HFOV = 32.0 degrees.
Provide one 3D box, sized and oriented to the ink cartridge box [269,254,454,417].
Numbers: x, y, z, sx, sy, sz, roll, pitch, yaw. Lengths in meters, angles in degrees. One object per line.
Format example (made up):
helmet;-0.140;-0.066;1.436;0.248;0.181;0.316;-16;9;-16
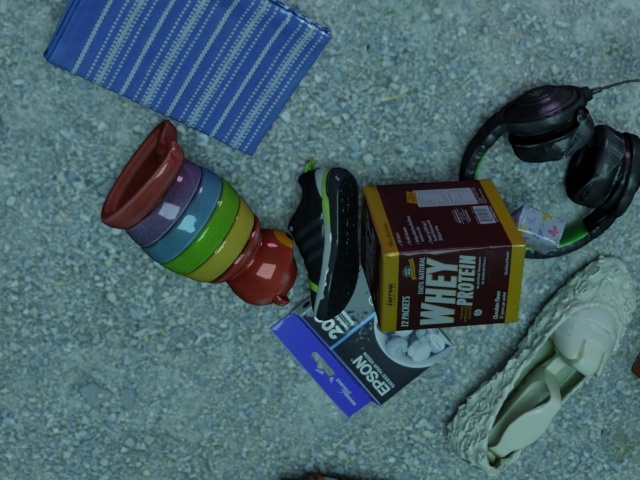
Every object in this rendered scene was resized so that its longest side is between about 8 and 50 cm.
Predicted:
ink cartridge box;0.064;0.152;1.732;0.208;0.045;0.206;-39;107;5

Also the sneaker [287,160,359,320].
sneaker;0.000;0.000;1.659;0.097;0.084;0.235;6;92;31

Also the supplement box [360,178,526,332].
supplement box;0.165;0.018;1.576;0.194;0.191;0.129;-4;122;-6

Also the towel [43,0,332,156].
towel;-0.183;-0.266;1.528;0.336;0.040;0.243;24;124;-20

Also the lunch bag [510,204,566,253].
lunch bag;0.309;-0.015;1.635;0.071;0.083;0.053;21;73;-4

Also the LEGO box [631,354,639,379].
LEGO box;0.716;0.071;1.634;0.193;0.372;0.500;22;100;-13

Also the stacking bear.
stacking bear;-0.153;-0.012;1.604;0.289;0.175;0.164;37;100;-23

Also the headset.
headset;0.381;-0.131;1.628;0.243;0.185;0.394;37;108;-16

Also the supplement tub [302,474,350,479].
supplement tub;0.027;0.429;1.769;0.198;0.106;0.106;11;103;-11

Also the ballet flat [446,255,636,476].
ballet flat;0.367;0.212;1.747;0.147;0.147;0.409;38;96;-15
